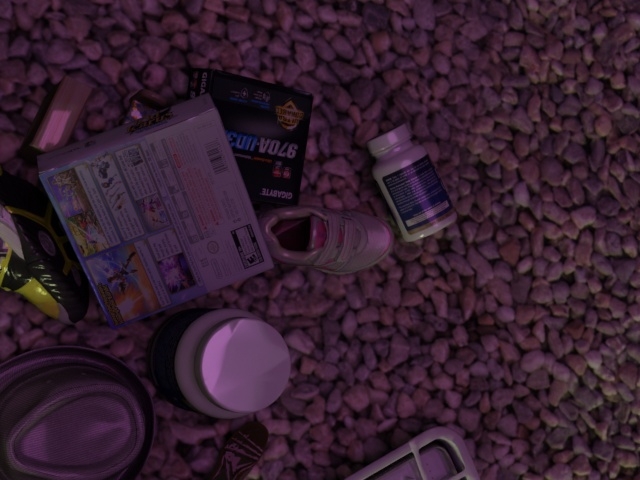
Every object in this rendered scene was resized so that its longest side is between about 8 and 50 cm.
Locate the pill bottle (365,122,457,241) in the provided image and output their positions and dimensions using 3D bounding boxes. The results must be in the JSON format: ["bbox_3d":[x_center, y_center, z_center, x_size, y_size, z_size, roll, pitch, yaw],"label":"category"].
[{"bbox_3d":[0.136,-0.091,2.004,0.094,0.094,0.169,-29,97,-20],"label":"pill bottle"}]

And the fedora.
[{"bbox_3d":[-0.353,0.267,1.784,0.276,0.124,0.243,-5,88,-21],"label":"fedora"}]

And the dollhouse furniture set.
[{"bbox_3d":[-0.285,-0.117,1.813,0.242,0.161,0.212,26,78,-17],"label":"dollhouse furniture set"}]

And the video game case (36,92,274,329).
[{"bbox_3d":[-0.218,-0.036,1.747,0.244,0.061,0.269,-21,123,-5],"label":"video game case"}]

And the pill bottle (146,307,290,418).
[{"bbox_3d":[-0.141,0.168,1.794,0.153,0.265,0.153,1,86,-20],"label":"pill bottle"}]

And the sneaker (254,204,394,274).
[{"bbox_3d":[0.000,0.000,1.938,0.252,0.111,0.102,-1,87,-21],"label":"sneaker"}]

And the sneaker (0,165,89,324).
[{"bbox_3d":[-0.461,-0.020,1.755,0.147,0.145,0.384,-32,119,13],"label":"sneaker"}]

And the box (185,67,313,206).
[{"bbox_3d":[-0.109,-0.147,1.877,0.220,0.051,0.175,8,91,-50],"label":"box"}]

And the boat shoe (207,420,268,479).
[{"bbox_3d":[-0.130,0.336,1.911,0.056,0.048,0.153,31,70,-4],"label":"boat shoe"}]

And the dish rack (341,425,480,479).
[{"bbox_3d":[0.112,0.465,1.955,0.333,0.072,0.285,-25,96,-29],"label":"dish rack"}]
